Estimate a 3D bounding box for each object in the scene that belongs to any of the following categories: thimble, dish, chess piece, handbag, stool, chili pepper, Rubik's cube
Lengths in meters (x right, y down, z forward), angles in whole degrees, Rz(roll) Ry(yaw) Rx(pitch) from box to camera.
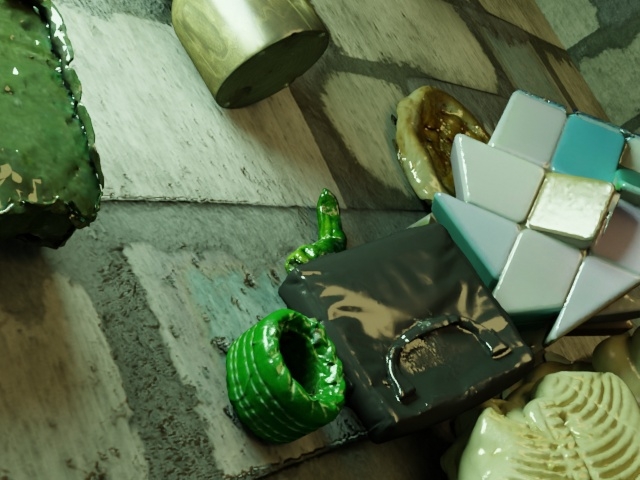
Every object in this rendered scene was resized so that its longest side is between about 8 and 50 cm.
[{"bbox_3d":[-0.038,0.140,0.925,0.118,0.090,0.130,35,35,-26],"label":"thimble"},{"bbox_3d":[0.426,0.242,1.502,0.091,0.039,0.137,25,43,-39],"label":"dish"},{"bbox_3d":[0.431,0.206,1.292,0.167,0.299,0.167,34,34,-28],"label":"chess piece"},{"bbox_3d":[0.105,0.107,1.069,0.275,0.088,0.244,-15,61,-39],"label":"handbag"},{"bbox_3d":[-0.127,-0.335,1.193,0.179,0.179,0.264,-16,73,-58],"label":"stool"},{"bbox_3d":[0.005,0.003,1.161,0.073,0.050,0.182,39,31,-12],"label":"chili pepper"},{"bbox_3d":[0.333,-0.013,1.321,0.387,0.368,0.358,24,-13,11],"label":"Rubik's cube"}]

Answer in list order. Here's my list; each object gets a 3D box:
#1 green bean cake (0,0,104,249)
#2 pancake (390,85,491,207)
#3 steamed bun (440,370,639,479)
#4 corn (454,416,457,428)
[{"bbox_3d":[-0.323,-0.109,0.749,0.241,0.132,0.255,2,60,-52],"label":"green bean cake"},{"bbox_3d":[0.270,-0.117,1.619,0.382,0.071,0.382,31,39,-29],"label":"pancake"},{"bbox_3d":[0.279,0.303,1.091,0.276,0.203,0.289,19,38,-7],"label":"steamed bun"},{"bbox_3d":[0.214,0.245,1.214,0.092,0.037,0.037,-7,65,-58],"label":"corn"}]
